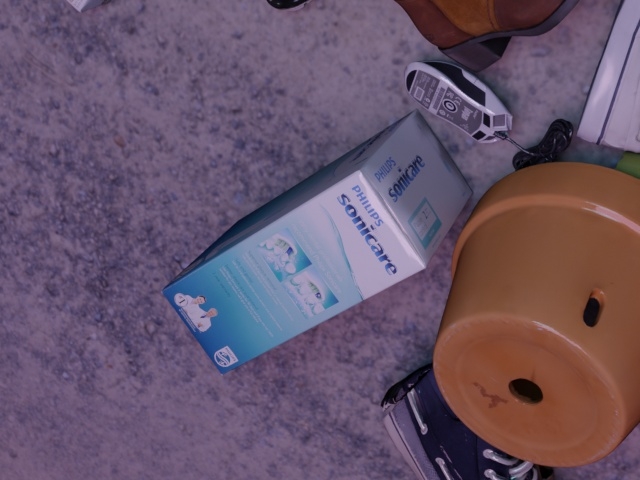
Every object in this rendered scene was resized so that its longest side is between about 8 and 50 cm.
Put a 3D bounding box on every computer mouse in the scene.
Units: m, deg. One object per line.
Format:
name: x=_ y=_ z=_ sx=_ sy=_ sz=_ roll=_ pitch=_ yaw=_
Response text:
computer mouse: x=0.178 y=-0.143 z=1.121 sx=0.193 sy=0.042 sz=0.106 roll=36 pitch=156 yaw=8

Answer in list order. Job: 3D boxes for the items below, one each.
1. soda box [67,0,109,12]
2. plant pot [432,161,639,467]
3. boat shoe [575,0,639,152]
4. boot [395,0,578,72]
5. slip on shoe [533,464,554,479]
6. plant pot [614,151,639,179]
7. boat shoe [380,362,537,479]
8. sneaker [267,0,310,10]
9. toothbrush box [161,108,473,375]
soda box: x=-0.236 y=-0.369 z=1.187 sx=0.074 sy=0.069 sz=0.216 roll=43 pitch=122 yaw=0
plant pot: x=0.248 y=0.094 z=1.070 sx=0.290 sy=0.203 sz=0.291 roll=20 pitch=135 yaw=21
boat shoe: x=0.331 y=-0.206 z=1.011 sx=0.088 sy=0.096 sz=0.268 roll=19 pitch=120 yaw=9
boot: x=0.112 y=-0.305 z=0.983 sx=0.280 sy=0.096 sz=0.264 roll=34 pitch=160 yaw=-14
slip on shoe: x=0.273 y=0.300 z=1.289 sx=0.041 sy=0.051 sz=0.135 roll=-25 pitch=95 yaw=20
plant pot: x=0.350 y=-0.059 z=1.083 sx=0.079 sy=0.083 sz=0.083 roll=22 pitch=120 yaw=26
boat shoe: x=0.206 y=0.282 z=1.198 sx=0.340 sy=0.127 sz=0.158 roll=52 pitch=147 yaw=15
sneaker: x=0.000 y=-0.305 z=1.114 sx=0.170 sy=0.075 sz=0.063 roll=-36 pitch=96 yaw=31
toothbrush box: x=0.000 y=0.000 z=1.169 sx=0.295 sy=0.216 sz=0.126 roll=-31 pitch=99 yaw=29
